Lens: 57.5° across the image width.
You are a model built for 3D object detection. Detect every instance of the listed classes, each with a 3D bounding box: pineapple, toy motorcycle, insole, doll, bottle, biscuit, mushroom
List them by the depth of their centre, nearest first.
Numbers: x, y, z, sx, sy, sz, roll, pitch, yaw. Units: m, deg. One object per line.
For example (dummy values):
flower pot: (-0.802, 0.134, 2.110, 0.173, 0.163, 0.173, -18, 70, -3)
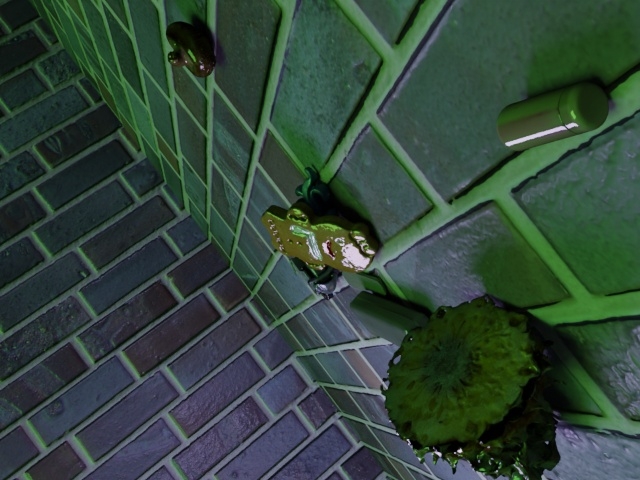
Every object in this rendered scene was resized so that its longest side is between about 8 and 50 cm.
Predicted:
bottle: (0.200, -0.108, 0.509, 0.045, 0.045, 0.096, 56, 162, -10)
pineapple: (0.262, 0.262, 0.849, 0.272, 0.262, 0.262, 49, 168, -27)
biscuit: (-0.001, 0.002, 1.135, 0.248, 0.035, 0.184, 13, 144, 25)
mushroom: (-0.256, -0.379, 1.158, 0.126, 0.085, 0.109, 48, -162, 11)
doll: (-0.007, -0.054, 1.168, 0.110, 0.067, 0.206, 27, 139, 35)
insole: (0.093, 0.089, 1.279, 0.063, 0.010, 0.192, 57, 163, -16)
toy motorcycle: (-0.028, 0.056, 1.430, 0.215, 0.080, 0.122, 59, 164, -5)

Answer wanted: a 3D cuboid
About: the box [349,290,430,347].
box: (0.151, 0.169, 1.187, 0.103, 0.055, 0.243, 50, 166, -20)
